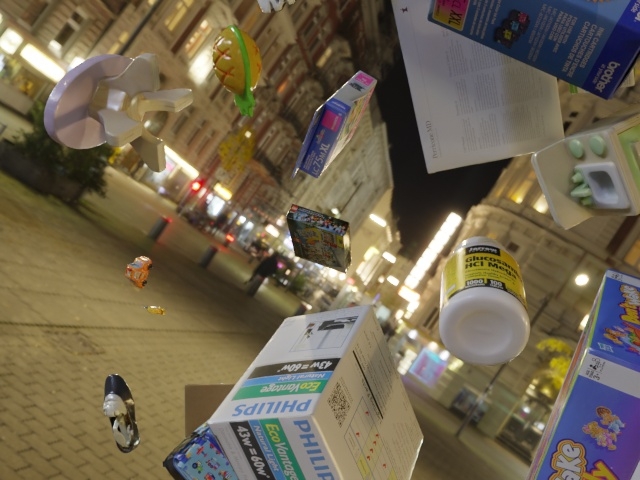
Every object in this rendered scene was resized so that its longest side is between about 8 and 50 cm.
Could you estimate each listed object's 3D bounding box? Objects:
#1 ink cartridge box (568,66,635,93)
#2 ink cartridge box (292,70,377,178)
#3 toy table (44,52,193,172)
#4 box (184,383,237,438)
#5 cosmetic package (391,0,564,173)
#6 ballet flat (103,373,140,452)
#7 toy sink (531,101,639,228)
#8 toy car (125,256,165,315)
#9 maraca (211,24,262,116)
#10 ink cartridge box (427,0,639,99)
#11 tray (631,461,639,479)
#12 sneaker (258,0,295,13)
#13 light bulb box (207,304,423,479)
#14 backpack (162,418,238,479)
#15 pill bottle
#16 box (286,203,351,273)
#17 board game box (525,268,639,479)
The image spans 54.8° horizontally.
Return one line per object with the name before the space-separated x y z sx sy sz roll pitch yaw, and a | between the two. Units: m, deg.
ink cartridge box | 0.652 -0.425 1.292 0.255 0.097 0.189 0 -39 32
ink cartridge box | 0.036 -0.271 1.467 0.065 0.186 0.311 30 36 6
toy table | -0.397 -0.266 1.256 0.161 0.274 0.252 18 -40 16
box | -0.278 0.478 1.702 0.201 0.164 0.021 -4 -7 12
cosmetic package | 0.324 -0.352 1.267 0.097 0.284 0.377 -64 141 -66
ballet flat | -0.490 0.429 1.508 0.074 0.074 0.203 -153 -129 -69
toy sink | 0.512 -0.131 1.053 0.153 0.234 0.131 66 -10 -7
toy car | -0.315 0.078 1.115 0.122 0.060 0.040 41 13 33
maraca | -0.170 -0.351 1.283 0.127 0.099 0.185 -149 -133 -64
ink cartridge box | 0.416 -0.408 0.988 0.395 0.270 0.151 31 -22 13
tray | 0.606 0.391 1.185 0.270 0.145 0.030 -109 177 -58
sneaker | -0.008 -0.554 1.190 0.118 0.292 0.110 60 14 -26
light bulb box | 0.016 0.377 1.226 0.358 0.225 0.361 68 29 -16
backpack | -0.212 0.454 1.287 0.158 0.173 0.117 50 -37 1
pill bottle | 0.372 0.121 1.422 0.188 0.188 0.334 35 27 -5
box | 0.000 0.000 1.648 0.159 0.044 0.233 19 -24 13
board game box | 0.301 0.233 0.708 0.078 0.347 0.233 20 24 22
